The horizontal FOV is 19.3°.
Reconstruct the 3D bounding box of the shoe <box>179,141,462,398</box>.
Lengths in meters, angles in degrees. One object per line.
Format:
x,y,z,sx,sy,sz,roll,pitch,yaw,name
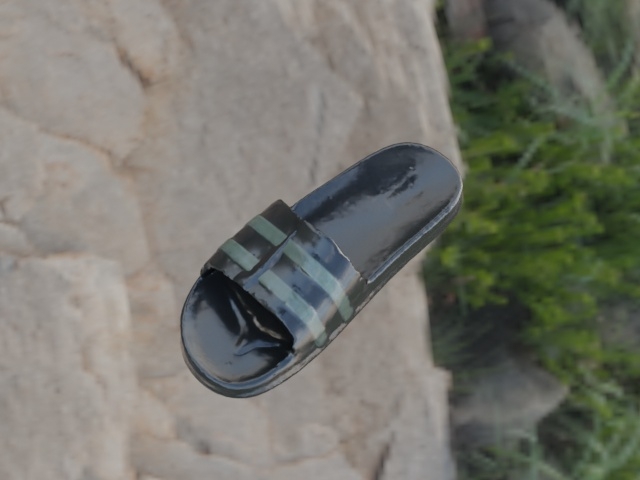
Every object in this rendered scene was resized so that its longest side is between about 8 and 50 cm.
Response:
0.000,0.000,0.909,0.071,0.049,0.179,38,61,24,shoe
